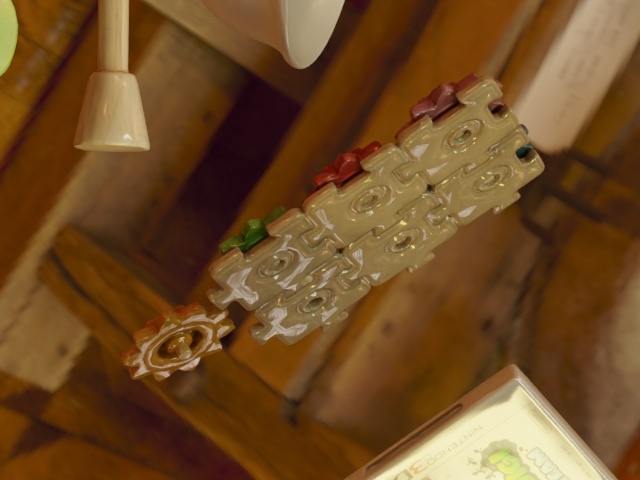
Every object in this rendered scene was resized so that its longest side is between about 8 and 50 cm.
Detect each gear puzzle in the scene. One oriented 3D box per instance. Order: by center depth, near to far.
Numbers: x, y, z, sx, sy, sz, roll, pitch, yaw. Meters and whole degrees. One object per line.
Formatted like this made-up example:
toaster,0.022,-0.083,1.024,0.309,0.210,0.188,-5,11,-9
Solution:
gear puzzle,0.000,0.000,1.417,0.339,0.044,0.175,-35,151,5

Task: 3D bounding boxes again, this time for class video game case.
video game case,0.098,0.162,1.134,0.143,0.019,0.157,-36,119,11

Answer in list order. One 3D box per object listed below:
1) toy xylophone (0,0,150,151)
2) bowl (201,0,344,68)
toy xylophone,-0.143,-0.132,0.657,0.236,0.081,0.322,-5,94,-37
bowl,-0.048,-0.293,1.549,0.134,0.298,0.297,12,109,11
